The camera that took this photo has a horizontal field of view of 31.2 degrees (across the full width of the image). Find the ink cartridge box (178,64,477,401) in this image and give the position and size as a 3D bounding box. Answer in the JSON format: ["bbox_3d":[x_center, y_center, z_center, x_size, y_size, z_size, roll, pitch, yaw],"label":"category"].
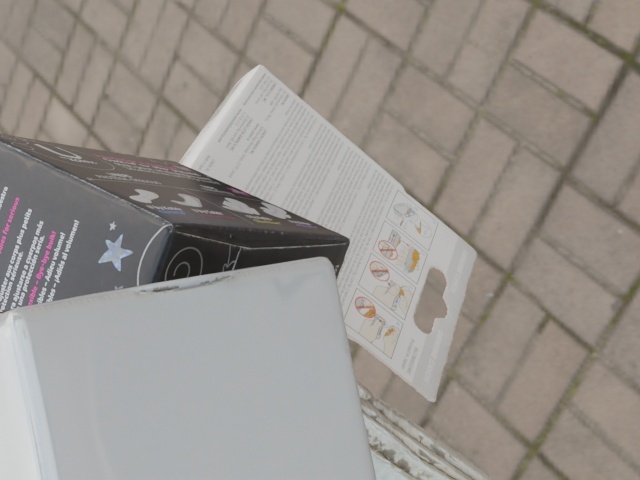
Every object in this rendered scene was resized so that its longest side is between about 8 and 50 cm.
[{"bbox_3d":[0.000,0.000,0.810,0.225,0.181,0.056,41,128,-12],"label":"ink cartridge box"}]

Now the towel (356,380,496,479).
[{"bbox_3d":[-0.021,0.208,0.718,0.187,0.049,0.282,38,114,-6],"label":"towel"}]

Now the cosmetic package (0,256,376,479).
[{"bbox_3d":[-0.040,0.129,0.362,0.085,0.117,0.231,-17,83,51],"label":"cosmetic package"}]

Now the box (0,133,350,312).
[{"bbox_3d":[-0.116,0.085,0.594,0.142,0.163,0.247,25,100,29],"label":"box"}]
